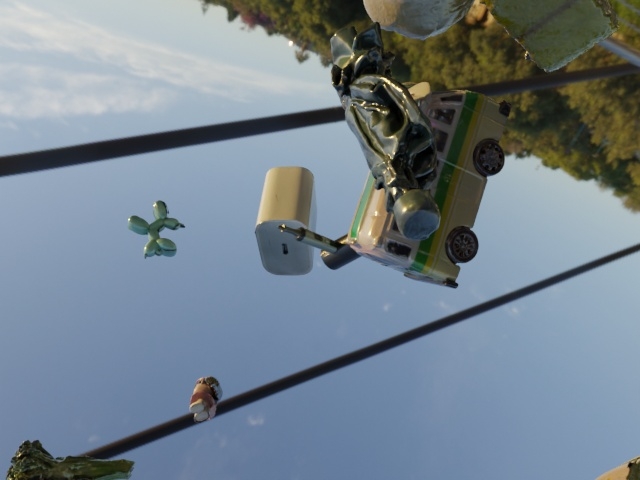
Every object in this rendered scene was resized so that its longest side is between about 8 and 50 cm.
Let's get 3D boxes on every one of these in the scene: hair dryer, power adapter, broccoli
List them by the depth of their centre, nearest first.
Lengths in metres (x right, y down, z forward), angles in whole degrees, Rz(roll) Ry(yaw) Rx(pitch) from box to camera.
[{"bbox_3d":[0.000,0.000,0.952,0.197,0.100,0.057,18,-127,-36],"label":"hair dryer"},{"bbox_3d":[-0.075,-0.068,1.168,0.124,0.187,0.255,0,-133,3],"label":"power adapter"},{"bbox_3d":[-0.653,0.607,1.279,0.303,0.165,0.146,12,-119,-25],"label":"broccoli"}]

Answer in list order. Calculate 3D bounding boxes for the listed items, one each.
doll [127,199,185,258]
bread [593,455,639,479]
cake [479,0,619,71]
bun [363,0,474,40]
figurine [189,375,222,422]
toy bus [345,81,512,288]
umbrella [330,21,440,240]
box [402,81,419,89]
[{"bbox_3d":[-0.464,-0.021,1.373,0.158,0.059,0.159,41,-128,1],"label":"doll"},{"bbox_3d":[0.559,0.523,0.892,0.158,0.260,0.156,50,-175,19],"label":"bread"},{"bbox_3d":[0.374,-0.429,0.825,0.260,0.156,0.179,38,-136,-21],"label":"cake"},{"bbox_3d":[0.145,-0.366,0.709,0.173,0.113,0.167,10,-117,7],"label":"bun"},{"bbox_3d":[-0.218,0.310,0.938,0.072,0.054,0.129,63,174,-7],"label":"figurine"},{"bbox_3d":[0.166,-0.096,0.777,0.178,0.306,0.143,20,176,-17],"label":"toy bus"},{"bbox_3d":[0.084,-0.138,0.595,0.143,0.094,0.349,56,-165,-43],"label":"umbrella"},{"bbox_3d":[0.171,-0.334,1.117,0.049,0.041,0.207,20,-148,38],"label":"box"}]
